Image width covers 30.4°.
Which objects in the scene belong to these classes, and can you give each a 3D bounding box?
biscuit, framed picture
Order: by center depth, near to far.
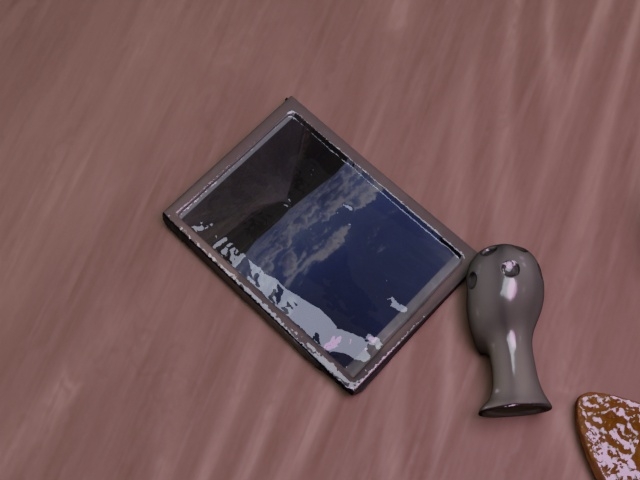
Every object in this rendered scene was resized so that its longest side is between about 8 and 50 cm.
[{"bbox_3d":[0.325,0.225,1.047,0.250,0.035,0.162,43,70,13],"label":"biscuit"},{"bbox_3d":[0.000,0.000,1.133,0.260,0.023,0.189,42,72,14],"label":"framed picture"}]

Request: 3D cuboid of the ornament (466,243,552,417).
[{"bbox_3d":[0.169,0.081,1.080,0.074,0.081,0.156,8,69,-34],"label":"ornament"}]
